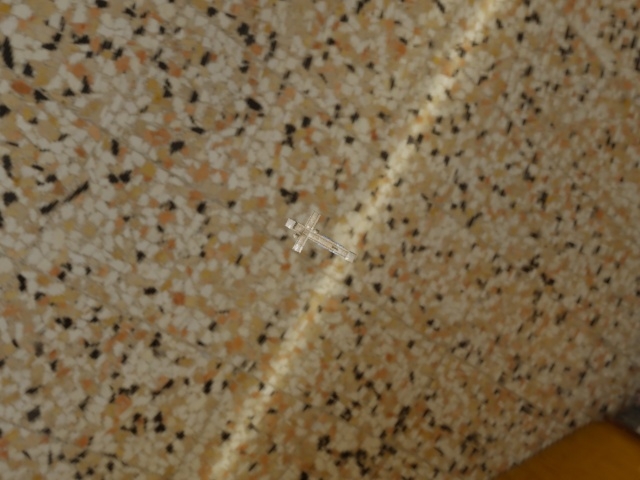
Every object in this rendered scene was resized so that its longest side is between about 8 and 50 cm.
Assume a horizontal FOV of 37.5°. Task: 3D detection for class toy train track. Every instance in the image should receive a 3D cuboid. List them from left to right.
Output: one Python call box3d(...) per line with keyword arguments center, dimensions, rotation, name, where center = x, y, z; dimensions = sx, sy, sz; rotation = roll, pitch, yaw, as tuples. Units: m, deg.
box3d(center=(0.000, 0.000, 1.017), dimensions=(0.083, 0.014, 0.048), rotation=(29, 99, 2), name="toy train track")
